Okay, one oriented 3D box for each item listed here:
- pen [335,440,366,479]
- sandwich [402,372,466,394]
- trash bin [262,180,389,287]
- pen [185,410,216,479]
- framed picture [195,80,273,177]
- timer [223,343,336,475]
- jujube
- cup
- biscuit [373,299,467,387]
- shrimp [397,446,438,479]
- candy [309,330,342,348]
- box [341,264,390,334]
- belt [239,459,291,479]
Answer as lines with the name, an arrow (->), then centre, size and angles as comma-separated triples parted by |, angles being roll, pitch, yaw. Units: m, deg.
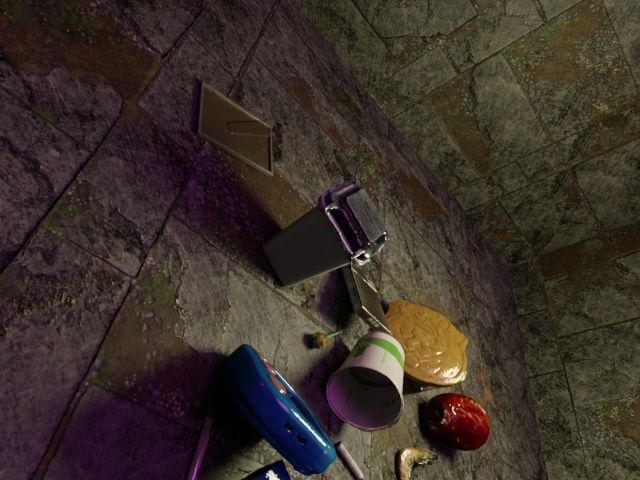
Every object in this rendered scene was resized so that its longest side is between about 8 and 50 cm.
pen -> 0.108, 0.728, 1.464 | 0.204, 0.025, 0.025 | 58, 34, -11
sandwich -> 0.445, 0.534, 1.872 | 0.198, 0.227, 0.155 | 12, 59, -51
trash bin -> 0.000, 0.000, 1.488 | 0.256, 0.367, 0.296 | 60, 32, -4
pen -> -0.287, 0.508, 1.066 | 0.026, 0.026, 0.218 | 42, 40, -30
framed picture -> -0.301, -0.398, 1.651 | 0.335, 0.022, 0.247 | 26, 48, -43
timer -> -0.110, 0.418, 1.143 | 0.115, 0.340, 0.309 | -42, 108, -10
jujube -> 0.576, 0.762, 1.930 | 0.318, 0.223, 0.223 | 32, 45, -34
cup -> 0.178, 0.461, 1.556 | 0.253, 0.253, 0.274 | 59, 27, -7
biscuit -> 0.410, 0.407, 1.846 | 0.385, 0.062, 0.365 | 25, 42, 12
shrimp -> 0.371, 0.880, 1.712 | 0.262, 0.051, 0.198 | 22, 58, -42
candy -> 0.028, 0.337, 1.601 | 0.201, 0.060, 0.061 | 0, 69, -61
box -> 0.169, 0.212, 1.771 | 0.180, 0.047, 0.325 | 44, 18, -27
belt -> -0.201, 0.587, 0.946 | 0.347, 0.212, 0.117 | -7, 62, -47
